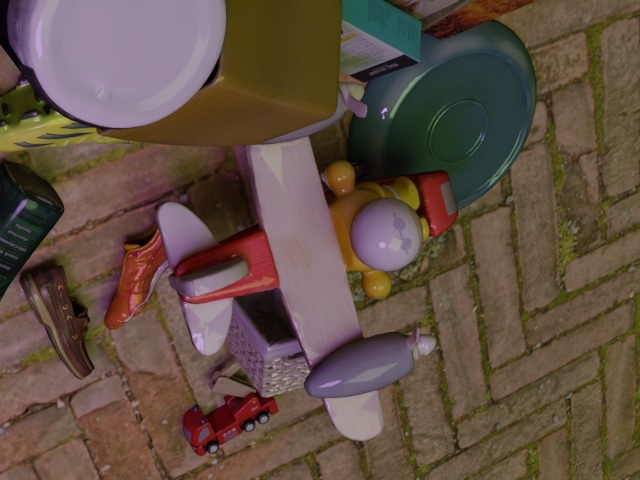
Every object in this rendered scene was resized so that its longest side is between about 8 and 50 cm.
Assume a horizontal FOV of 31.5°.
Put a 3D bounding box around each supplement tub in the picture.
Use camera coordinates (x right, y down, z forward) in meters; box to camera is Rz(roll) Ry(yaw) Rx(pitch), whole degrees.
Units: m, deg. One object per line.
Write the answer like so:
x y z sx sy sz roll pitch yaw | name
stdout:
-0.235 -0.252 1.086 0.193 0.316 0.194 -18 129 -23 | supplement tub

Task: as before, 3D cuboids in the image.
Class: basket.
-0.065 0.122 1.555 0.113 0.167 0.103 -12 130 -26 | basket

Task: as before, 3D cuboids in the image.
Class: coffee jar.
-0.381 0.006 1.317 0.079 0.096 0.184 29 101 -39 | coffee jar

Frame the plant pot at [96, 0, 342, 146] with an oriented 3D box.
-0.094 -0.207 1.206 0.187 0.212 0.212 18 68 -41 | plant pot

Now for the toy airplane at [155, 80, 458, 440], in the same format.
0.000 0.000 1.372 0.386 0.272 0.384 35 68 -30 | toy airplane

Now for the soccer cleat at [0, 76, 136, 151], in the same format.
-0.252 -0.144 1.304 0.289 0.093 0.121 -22 135 -19 | soccer cleat

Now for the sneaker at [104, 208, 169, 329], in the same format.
-0.237 0.035 1.467 0.067 0.064 0.175 29 97 -22 | sneaker

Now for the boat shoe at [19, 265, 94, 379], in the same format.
-0.321 0.106 1.445 0.060 0.064 0.178 -27 129 -12 | boat shoe

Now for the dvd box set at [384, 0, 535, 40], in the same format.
0.190 -0.360 1.267 0.307 0.420 0.062 16 68 -40 | dvd box set

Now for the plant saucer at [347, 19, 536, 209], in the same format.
0.186 -0.161 1.611 0.317 0.044 0.318 -17 128 -24 | plant saucer

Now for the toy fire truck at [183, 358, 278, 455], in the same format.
-0.123 0.221 1.663 0.192 0.047 0.135 -29 131 -13 | toy fire truck

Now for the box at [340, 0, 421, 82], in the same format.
0.006 -0.270 1.370 0.244 0.100 0.060 20 67 -41 | box
